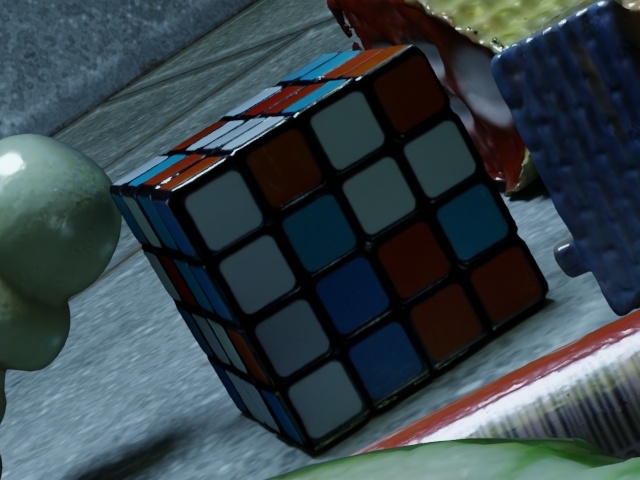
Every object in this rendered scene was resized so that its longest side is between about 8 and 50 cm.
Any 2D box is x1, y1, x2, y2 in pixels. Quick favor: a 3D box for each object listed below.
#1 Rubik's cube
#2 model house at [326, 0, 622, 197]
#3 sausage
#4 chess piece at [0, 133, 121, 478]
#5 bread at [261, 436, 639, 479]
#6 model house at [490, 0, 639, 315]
[{"bbox_3d":[0.000,0.000,1.034,0.155,0.154,0.151,-32,12,-15],"label":"Rubik's cube"},{"bbox_3d":[0.150,-0.137,1.241,0.196,0.160,0.254,-32,14,-18],"label":"model house"},{"bbox_3d":[0.072,0.089,0.721,0.274,0.074,0.074,-28,13,9],"label":"sausage"},{"bbox_3d":[-0.202,0.051,1.098,0.243,0.133,0.133,-57,11,6],"label":"chess piece"},{"bbox_3d":[-0.025,0.177,0.440,0.366,0.129,0.382,-23,12,6],"label":"bread"},{"bbox_3d":[0.172,-0.065,0.925,0.172,0.166,0.183,-30,1,11],"label":"model house"}]
